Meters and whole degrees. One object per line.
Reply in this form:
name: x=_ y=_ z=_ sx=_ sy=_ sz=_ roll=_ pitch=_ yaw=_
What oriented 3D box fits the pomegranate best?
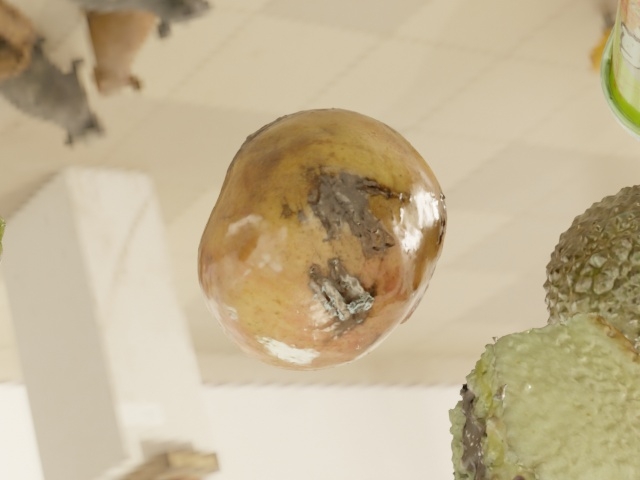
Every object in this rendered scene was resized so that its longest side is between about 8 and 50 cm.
pomegranate: x=0.000 y=0.000 z=2.106 sx=0.322 sy=0.322 sz=0.322 roll=-13 pitch=158 yaw=-5

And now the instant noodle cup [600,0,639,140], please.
instant noodle cup: x=0.437 y=-0.256 z=1.899 sx=0.294 sy=0.294 sz=0.308 roll=-17 pitch=157 yaw=5

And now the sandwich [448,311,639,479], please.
sandwich: x=0.286 y=0.233 z=1.861 sx=0.262 sy=0.325 sz=0.131 roll=-45 pitch=169 yaw=-42

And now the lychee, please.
lychee: x=0.405 y=0.046 z=2.214 sx=0.255 sy=0.255 sz=0.274 roll=-10 pitch=147 yaw=-13

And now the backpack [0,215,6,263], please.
backpack: x=-0.433 y=-0.022 z=1.805 sx=0.207 sy=0.140 sz=0.253 roll=-9 pitch=155 yaw=18
